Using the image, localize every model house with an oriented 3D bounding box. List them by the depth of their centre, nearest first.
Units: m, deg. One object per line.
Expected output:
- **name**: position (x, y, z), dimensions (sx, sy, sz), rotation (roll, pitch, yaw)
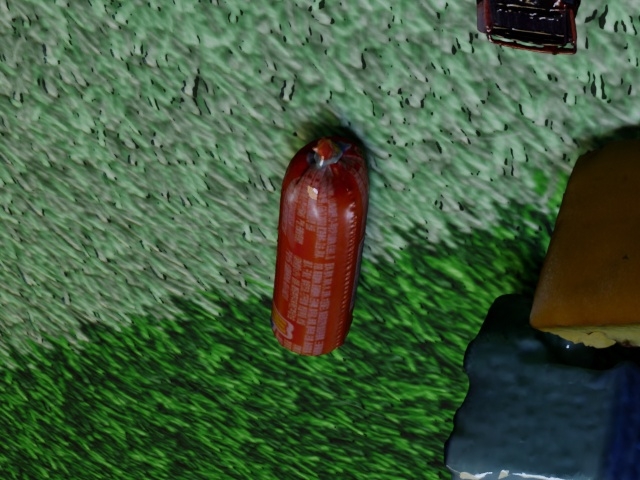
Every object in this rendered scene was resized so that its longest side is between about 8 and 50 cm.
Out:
- **model house**: position (0.282, 0.196, 1.412), dimensions (0.329, 0.252, 0.295), rotation (10, 145, 17)

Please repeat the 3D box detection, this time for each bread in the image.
- **bread**: position (0.302, -0.006, 1.153), dimensions (0.361, 0.138, 0.077), rotation (-6, 154, 45)

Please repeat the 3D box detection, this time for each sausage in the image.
- **sausage**: position (0.000, 0.000, 1.459), dimensions (0.074, 0.074, 0.274), rotation (20, 149, 8)

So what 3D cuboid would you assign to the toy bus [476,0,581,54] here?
- **toy bus**: position (0.121, -0.209, 1.020), dimensions (0.073, 0.096, 0.235), rotation (14, 148, 17)
